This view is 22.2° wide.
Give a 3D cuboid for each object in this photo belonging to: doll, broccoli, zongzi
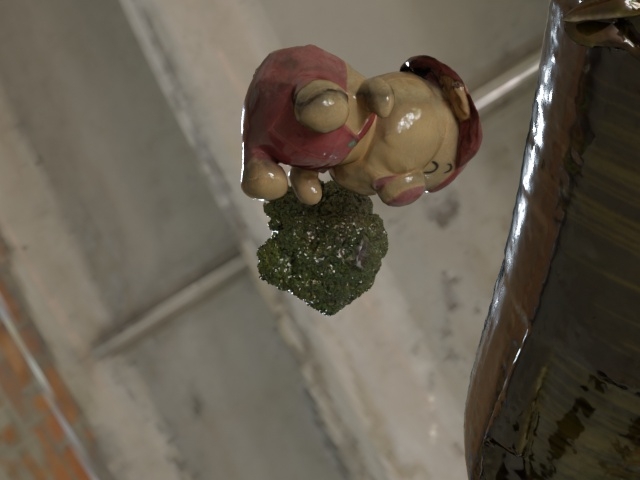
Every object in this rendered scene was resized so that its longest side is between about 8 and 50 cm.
[{"bbox_3d":[0.049,-0.110,1.632,0.196,0.256,0.152,-1,-94,54],"label":"doll"},{"bbox_3d":[0.000,0.000,1.809,0.162,0.146,0.138,37,-11,-39],"label":"broccoli"},{"bbox_3d":[0.298,0.029,0.791,0.432,0.208,0.403,13,-56,5],"label":"zongzi"}]
